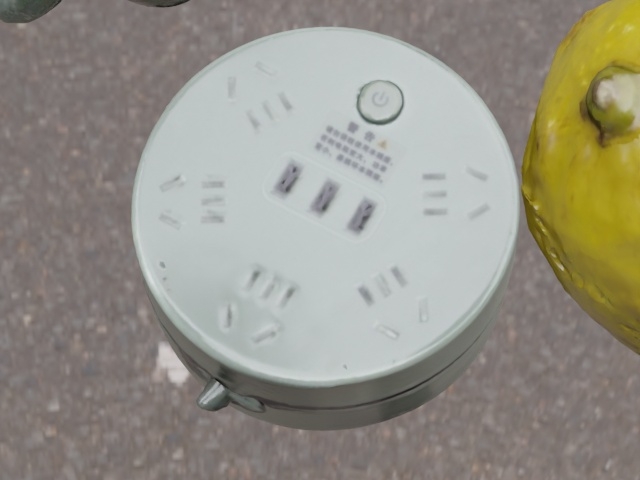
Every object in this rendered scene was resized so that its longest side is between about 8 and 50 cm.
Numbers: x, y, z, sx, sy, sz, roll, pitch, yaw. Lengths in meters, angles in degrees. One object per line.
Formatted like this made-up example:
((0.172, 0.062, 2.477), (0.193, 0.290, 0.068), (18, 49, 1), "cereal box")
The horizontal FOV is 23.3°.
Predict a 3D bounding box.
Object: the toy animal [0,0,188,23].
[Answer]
((-0.146, -0.201, 0.959), (0.125, 0.127, 0.251), (-34, 19, -34), "toy animal")

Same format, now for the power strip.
((0.000, 0.000, 1.365), (0.357, 0.161, 0.358), (-1, 69, 2), "power strip")

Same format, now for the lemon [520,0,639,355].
((0.257, -0.036, 0.931), (0.260, 0.284, 0.261), (-3, 81, 22), "lemon")
